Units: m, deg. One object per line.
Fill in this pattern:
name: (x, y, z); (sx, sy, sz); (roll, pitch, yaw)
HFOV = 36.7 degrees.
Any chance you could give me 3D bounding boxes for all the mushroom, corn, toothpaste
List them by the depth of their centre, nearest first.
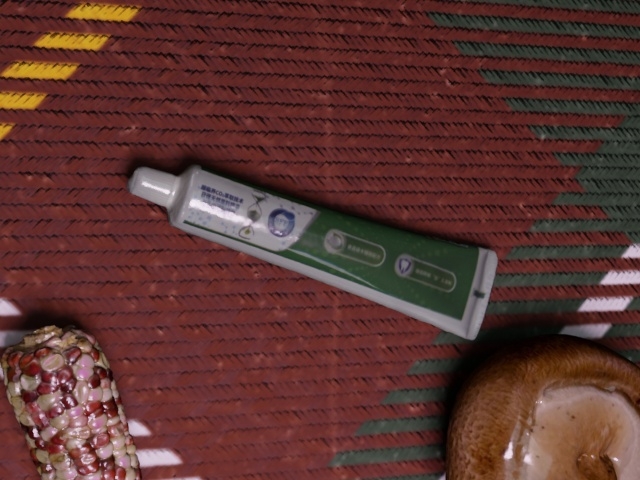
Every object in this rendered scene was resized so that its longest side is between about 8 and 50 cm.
corn: (-0.207, 0.209, 0.859); (0.092, 0.092, 0.281); (-18, 96, -17)
toothpaste: (0.000, 0.000, 0.951); (0.392, 0.061, 0.099); (19, 82, -19)
mushroom: (0.233, 0.214, 0.962); (0.253, 0.153, 0.253); (1, 87, -26)
